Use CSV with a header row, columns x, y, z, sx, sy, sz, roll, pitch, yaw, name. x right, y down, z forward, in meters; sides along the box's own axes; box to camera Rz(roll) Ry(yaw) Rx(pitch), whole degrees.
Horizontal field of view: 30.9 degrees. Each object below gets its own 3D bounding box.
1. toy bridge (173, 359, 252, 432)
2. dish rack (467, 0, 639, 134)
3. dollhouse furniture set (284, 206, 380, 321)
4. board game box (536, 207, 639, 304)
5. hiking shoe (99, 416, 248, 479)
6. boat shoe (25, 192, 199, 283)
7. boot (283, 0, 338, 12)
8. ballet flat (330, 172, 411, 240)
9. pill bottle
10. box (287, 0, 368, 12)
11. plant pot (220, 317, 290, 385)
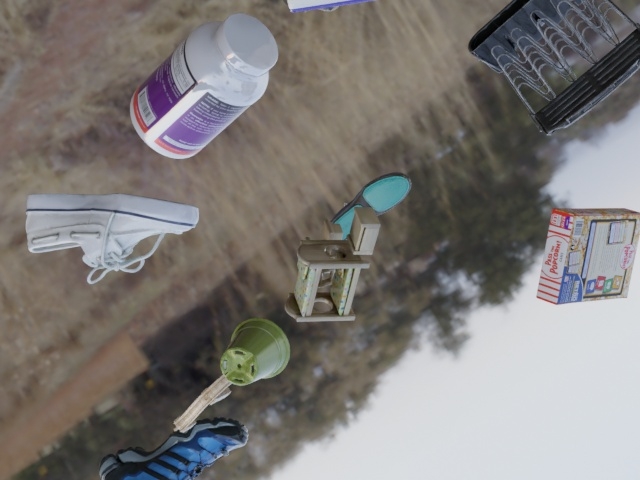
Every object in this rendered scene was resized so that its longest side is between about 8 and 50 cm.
x,y,z,sx,sy,sz,roll,pitch,yaw,name
-0.161,0.232,1.765,0.188,0.026,0.063,-44,171,16,toy bridge
0.334,-0.269,1.598,0.208,0.074,0.271,-42,-149,16,dish rack
0.000,0.000,1.712,0.101,0.161,0.182,0,128,-18,dollhouse furniture set
0.434,0.023,1.849,0.193,0.147,0.045,-1,-165,-41,board game box
-0.270,0.441,2.206,0.304,0.132,0.113,-23,146,8,hiking shoe
-0.376,0.000,2.032,0.367,0.156,0.136,2,175,26,boat shoe
-0.018,-0.458,2.158,0.077,0.198,0.137,-42,149,-6,boot
0.098,-0.076,2.329,0.203,0.074,0.074,-38,176,18,ballet flat
-0.224,-0.305,2.265,0.323,0.181,0.181,-34,177,43,pill bottle
0.036,-0.272,1.118,0.126,0.072,0.137,-6,-163,16,box
-0.092,0.150,1.486,0.083,0.083,0.079,-31,-179,23,plant pot
